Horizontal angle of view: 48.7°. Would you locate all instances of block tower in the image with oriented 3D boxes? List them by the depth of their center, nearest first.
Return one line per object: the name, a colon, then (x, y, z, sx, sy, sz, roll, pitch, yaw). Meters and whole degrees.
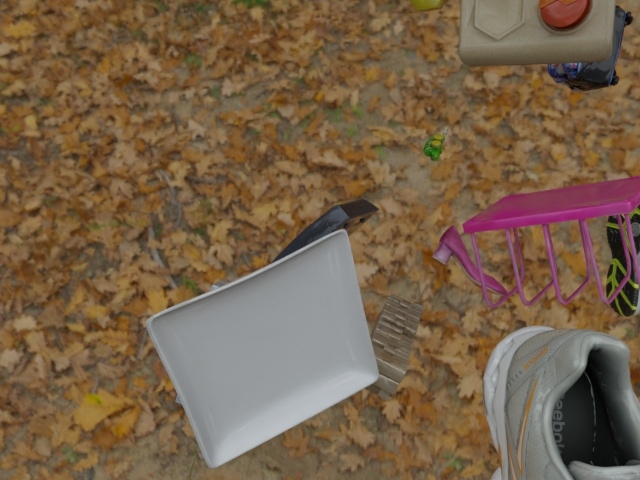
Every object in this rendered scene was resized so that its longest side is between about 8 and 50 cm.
block tower: (0.154, 0.226, 1.568, 0.097, 0.090, 0.335, 26, 22, 7)

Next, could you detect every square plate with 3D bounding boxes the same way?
square plate: (-0.081, 0.181, 1.187, 0.347, 0.343, 0.049, -25, 34, -17)

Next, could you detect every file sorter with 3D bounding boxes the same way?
file sorter: (0.446, 0.010, 1.271, 0.291, 0.182, 0.202, -8, 12, 39)

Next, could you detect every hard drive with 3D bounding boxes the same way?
hard drive: (0.000, 0.000, 1.567, 0.054, 0.255, 0.172, 54, 29, 10)

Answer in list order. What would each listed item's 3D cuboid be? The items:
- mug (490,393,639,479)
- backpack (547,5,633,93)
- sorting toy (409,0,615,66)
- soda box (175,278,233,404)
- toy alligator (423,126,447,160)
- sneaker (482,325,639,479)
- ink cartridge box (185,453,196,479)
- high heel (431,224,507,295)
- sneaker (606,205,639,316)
mug: (0.542, 0.504, 1.509, 0.374, 0.328, 0.276, -29, 25, 11)
backpack: (0.508, -0.370, 1.382, 0.117, 0.173, 0.158, 11, 94, -4)
sorting toy: (0.245, -0.357, 0.970, 0.307, 0.228, 0.041, 7, 15, 35)
soda box: (-0.234, 0.237, 1.599, 0.091, 0.098, 0.286, 19, 96, 3)
toy alligator: (0.340, -0.290, 2.107, 0.052, 0.056, 0.189, 8, 38, 15)
sneaker: (0.163, 0.180, 0.447, 0.099, 0.121, 0.262, -4, 77, -8)
ink cartridge box: (-0.257, 0.607, 1.463, 0.097, 0.255, 0.189, 13, 10, -1)
high heel: (0.449, 0.061, 2.044, 0.244, 0.082, 0.117, 31, 85, 14)
sneaker: (0.885, 0.016, 1.944, 0.147, 0.384, 0.145, -5, 19, -21)
